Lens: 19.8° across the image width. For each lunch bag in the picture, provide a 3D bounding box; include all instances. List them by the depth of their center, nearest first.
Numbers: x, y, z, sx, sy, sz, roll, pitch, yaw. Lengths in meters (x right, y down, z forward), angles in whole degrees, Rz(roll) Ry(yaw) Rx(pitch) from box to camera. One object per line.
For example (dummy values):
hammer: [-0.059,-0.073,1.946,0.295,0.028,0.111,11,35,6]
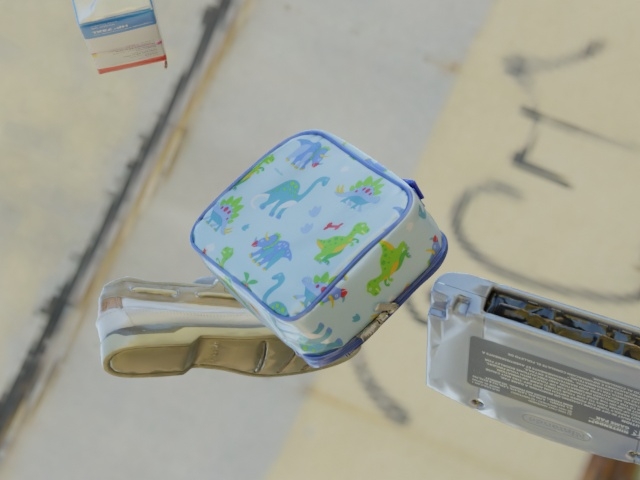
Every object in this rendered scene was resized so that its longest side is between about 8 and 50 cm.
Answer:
lunch bag: [0.000,0.000,1.623,0.176,0.219,0.090,-44,-52,-8]

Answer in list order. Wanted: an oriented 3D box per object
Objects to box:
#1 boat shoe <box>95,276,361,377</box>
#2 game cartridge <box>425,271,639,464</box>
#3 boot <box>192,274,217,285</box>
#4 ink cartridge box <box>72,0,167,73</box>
boat shoe: [-0.100,0.088,2.057,0.113,0.302,0.103,122,143,-51]
game cartridge: [0.253,0.141,1.888,0.198,0.297,0.062,85,-153,-59]
boot: [-0.054,0.009,2.458,0.083,0.246,0.161,-118,27,-64]
ink cartridge box: [-0.211,-0.254,1.871,0.231,0.078,0.134,95,162,-80]
